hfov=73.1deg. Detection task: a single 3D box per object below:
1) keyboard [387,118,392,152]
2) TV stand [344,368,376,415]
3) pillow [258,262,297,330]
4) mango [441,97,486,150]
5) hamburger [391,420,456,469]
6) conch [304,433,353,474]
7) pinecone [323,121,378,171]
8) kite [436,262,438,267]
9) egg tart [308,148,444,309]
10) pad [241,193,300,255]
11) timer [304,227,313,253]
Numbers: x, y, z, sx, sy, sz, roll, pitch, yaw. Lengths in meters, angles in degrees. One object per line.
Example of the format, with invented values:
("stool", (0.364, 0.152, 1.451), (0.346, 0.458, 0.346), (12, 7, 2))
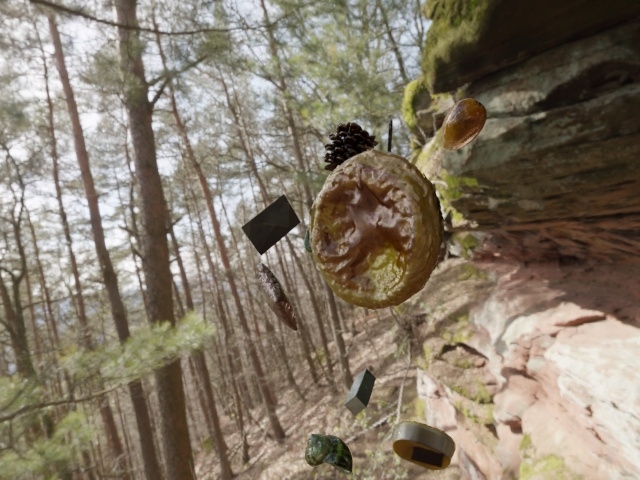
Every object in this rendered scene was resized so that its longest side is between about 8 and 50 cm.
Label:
("keyboard", (0.270, -0.341, 1.699), (0.016, 0.262, 0.106), (3, 19, 9))
("TV stand", (0.209, 0.772, 2.219), (0.088, 0.083, 0.269), (-46, -2, 22))
("pillow", (-0.171, 0.222, 1.678), (0.084, 0.223, 0.236), (-28, 43, -9))
("mango", (0.452, -0.364, 1.390), (0.145, 0.112, 0.219), (-34, -14, -11))
("hamburger", (0.481, 0.947, 2.030), (0.295, 0.227, 0.151), (22, 41, 9))
("conch", (0.031, 0.814, 1.659), (0.181, 0.124, 0.187), (26, -25, -30))
("pinecone", (0.101, -0.311, 1.571), (0.185, 0.212, 0.168), (16, -3, 14))
("kite", (0.406, -0.025, 1.834), (0.014, 0.368, 0.406), (-38, 11, -5))
("egg tart", (0.160, -0.033, 1.222), (0.443, 0.443, 0.178), (-13, -6, 42))
("pad", (-0.210, -0.068, 1.885), (0.243, 0.163, 0.004), (-41, 29, -17))
("timer", (0.000, 0.000, 1.929), (0.140, 0.128, 0.047), (8, -18, 9))
